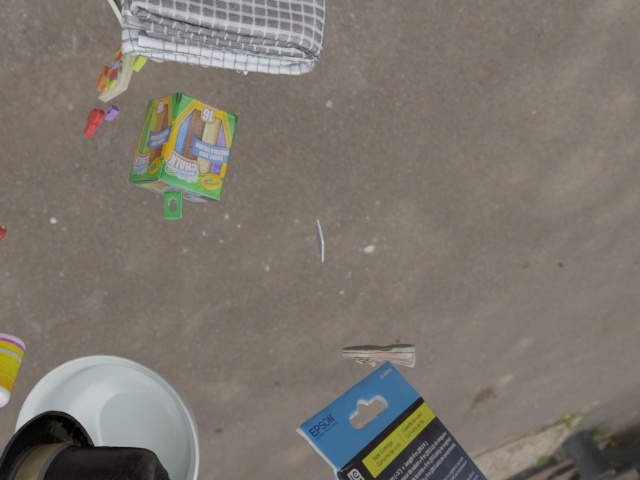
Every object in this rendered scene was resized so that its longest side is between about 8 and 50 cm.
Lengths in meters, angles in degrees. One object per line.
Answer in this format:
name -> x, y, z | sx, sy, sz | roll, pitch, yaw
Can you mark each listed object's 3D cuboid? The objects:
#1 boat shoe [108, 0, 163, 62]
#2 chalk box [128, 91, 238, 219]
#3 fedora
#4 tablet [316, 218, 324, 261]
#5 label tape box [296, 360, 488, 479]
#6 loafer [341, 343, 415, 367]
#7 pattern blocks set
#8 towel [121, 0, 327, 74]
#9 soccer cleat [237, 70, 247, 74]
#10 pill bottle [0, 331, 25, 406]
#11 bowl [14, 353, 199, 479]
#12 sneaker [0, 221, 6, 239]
boat shoe -> -0.281, -0.373, 1.094 | 0.069, 0.081, 0.227 | -14, 140, 18
chalk box -> -0.259, -0.144, 1.302 | 0.132, 0.212, 0.132 | 19, 169, -39
fedora -> -0.247, 0.350, 0.799 | 0.153, 0.333, 0.334 | -11, 146, 3
tablet -> 0.000, 0.000, 1.379 | 0.006, 0.054, 0.083 | -10, 152, -6
label tape box -> 0.117, 0.364, 0.951 | 0.115, 0.347, 0.249 | -48, 165, 31
loafer -> 0.098, 0.197, 1.190 | 0.125, 0.039, 0.045 | -3, -179, 7
pattern blocks set -> -0.509, -0.439, 1.801 | 0.026, 0.324, 0.285 | 25, 151, -35
towel -> -0.130, -0.368, 0.978 | 0.284, 0.234, 0.121 | 5, 171, -16
soccer cleat -> -0.222, -0.469, 1.891 | 0.029, 0.083, 0.035 | -4, 118, -59
pill bottle -> -0.324, 0.135, 0.698 | 0.044, 0.083, 0.043 | 1, 142, 1
bowl -> -0.313, 0.314, 1.122 | 0.298, 0.297, 0.134 | -34, 176, 9
sneaker -> -0.747, -0.049, 1.452 | 0.087, 0.221, 0.128 | -59, 138, -24
